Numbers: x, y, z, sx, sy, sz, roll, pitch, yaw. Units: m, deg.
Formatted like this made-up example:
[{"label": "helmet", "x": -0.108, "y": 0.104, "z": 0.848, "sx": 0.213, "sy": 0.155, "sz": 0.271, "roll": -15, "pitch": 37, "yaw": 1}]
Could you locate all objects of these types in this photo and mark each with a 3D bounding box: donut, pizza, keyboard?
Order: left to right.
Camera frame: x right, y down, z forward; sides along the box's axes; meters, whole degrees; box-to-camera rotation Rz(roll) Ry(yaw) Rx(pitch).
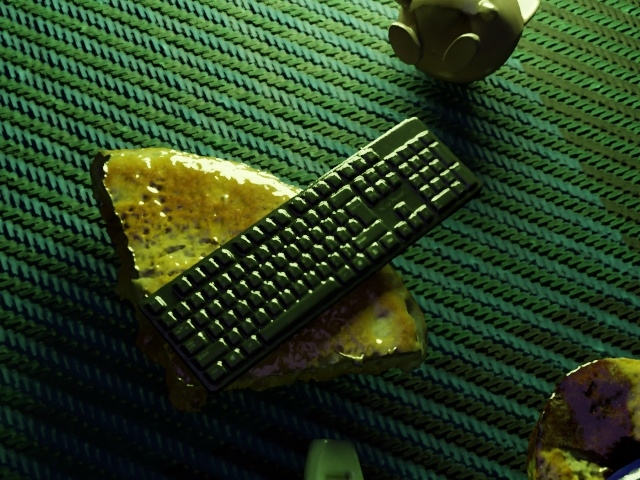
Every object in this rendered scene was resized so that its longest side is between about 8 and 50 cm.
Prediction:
[{"label": "pizza", "x": -0.072, "y": 0.043, "z": 0.826, "sx": 0.335, "sy": 0.086, "sz": 0.226, "roll": 29, "pitch": 61, "yaw": 4}, {"label": "keyboard", "x": 0.000, "y": 0.000, "z": 0.807, "sx": 0.309, "sy": 0.018, "sz": 0.101, "roll": -35, "pitch": 73, "yaw": -27}, {"label": "donut", "x": 0.247, "y": 0.194, "z": 0.820, "sx": 0.166, "sy": 0.073, "sz": 0.184, "roll": 0, "pitch": 66, "yaw": -10}]

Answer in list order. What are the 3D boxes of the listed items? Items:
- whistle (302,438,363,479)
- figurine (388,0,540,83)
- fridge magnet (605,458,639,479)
[{"label": "whistle", "x": 0.014, "y": 0.274, "z": 0.732, "sx": 0.101, "sy": 0.105, "sz": 0.253, "roll": 26, "pitch": 54, "yaw": -44}, {"label": "figurine", "x": 0.136, "y": -0.216, "z": 0.964, "sx": 0.125, "sy": 0.125, "sz": 0.138, "roll": 36, "pitch": 52, "yaw": 8}, {"label": "fridge magnet", "x": 0.278, "y": 0.280, "z": 0.699, "sx": 0.265, "sy": 0.113, "sz": 0.265, "roll": 1, "pitch": 80, "yaw": -7}]
